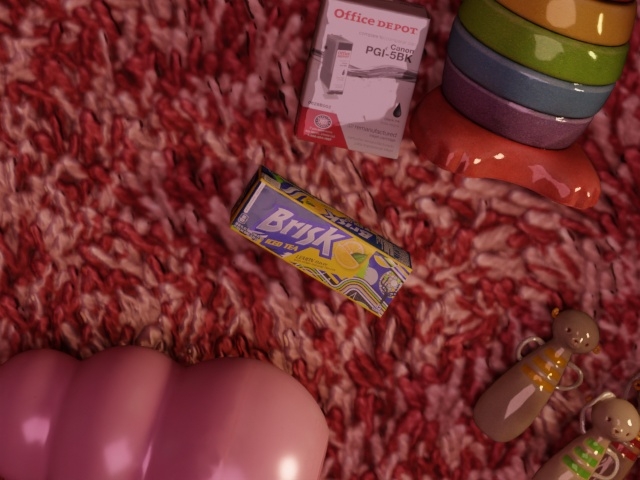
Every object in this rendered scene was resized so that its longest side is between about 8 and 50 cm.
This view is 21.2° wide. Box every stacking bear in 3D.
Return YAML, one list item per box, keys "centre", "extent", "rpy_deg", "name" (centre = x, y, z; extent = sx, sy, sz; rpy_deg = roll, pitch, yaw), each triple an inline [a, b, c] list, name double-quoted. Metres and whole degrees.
- centre: [0.204, -0.201, 1.465]
  extent: [0.175, 0.164, 0.289]
  rpy_deg: [15, 116, -17]
  name: "stacking bear"

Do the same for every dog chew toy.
- centre: [-0.164, 0.191, 1.589]
  extent: [0.332, 0.206, 0.206]
  rpy_deg: [14, 107, 3]
  name: "dog chew toy"

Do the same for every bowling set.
- centre: [0.296, 0.217, 1.606]
  extent: [0.287, 0.200, 0.154]
  rpy_deg: [38, 102, -16]
  name: "bowling set"

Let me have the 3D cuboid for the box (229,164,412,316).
- centre: [0.000, 0.000, 1.600]
  extent: [0.169, 0.054, 0.059]
  rpy_deg: [31, 104, -10]
  name: "box"

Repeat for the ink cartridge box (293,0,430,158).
- centre: [0.037, -0.153, 1.550]
  extent: [0.099, 0.056, 0.135]
  rpy_deg: [11, 107, -4]
  name: "ink cartridge box"
